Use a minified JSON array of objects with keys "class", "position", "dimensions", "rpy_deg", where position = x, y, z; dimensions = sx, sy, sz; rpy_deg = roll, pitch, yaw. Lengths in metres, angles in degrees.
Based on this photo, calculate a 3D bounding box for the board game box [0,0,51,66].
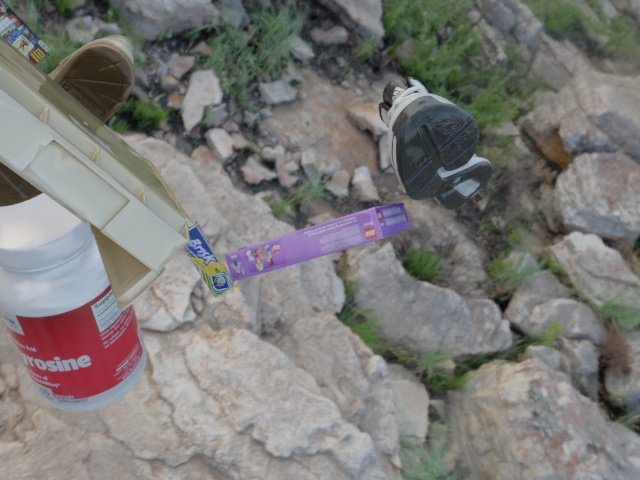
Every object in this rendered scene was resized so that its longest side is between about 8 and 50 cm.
[{"class":"board game box","position":[-0.655,-0.414,1.287],"dimensions":[0.260,0.030,0.136],"rpy_deg":[47,70,-17]}]

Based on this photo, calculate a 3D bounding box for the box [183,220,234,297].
[{"class":"box","position":[-0.261,0.042,1.548],"dimensions":[0.054,0.059,0.169],"rpy_deg":[-32,101,-1]}]

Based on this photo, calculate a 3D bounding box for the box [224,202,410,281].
[{"class":"box","position":[0.000,0.000,1.242],"dimensions":[0.201,0.293,0.057],"rpy_deg":[-17,90,-69]}]

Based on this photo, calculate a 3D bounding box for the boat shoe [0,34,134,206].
[{"class":"boat shoe","position":[-0.405,-0.178,1.037],"dimensions":[0.122,0.341,0.110],"rpy_deg":[47,16,-28]}]

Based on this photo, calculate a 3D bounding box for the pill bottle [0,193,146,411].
[{"class":"pill bottle","position":[-0.480,0.116,1.289],"dimensions":[0.228,0.408,0.229],"rpy_deg":[-2,40,1]}]

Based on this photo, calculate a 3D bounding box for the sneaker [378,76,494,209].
[{"class":"sneaker","position":[0.168,-0.214,1.287],"dimensions":[0.257,0.169,0.447],"rpy_deg":[52,11,21]}]

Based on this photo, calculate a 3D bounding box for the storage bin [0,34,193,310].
[{"class":"storage bin","position":[-0.289,-0.083,0.725],"dimensions":[0.123,0.260,0.262],"rpy_deg":[-45,125,0]}]
